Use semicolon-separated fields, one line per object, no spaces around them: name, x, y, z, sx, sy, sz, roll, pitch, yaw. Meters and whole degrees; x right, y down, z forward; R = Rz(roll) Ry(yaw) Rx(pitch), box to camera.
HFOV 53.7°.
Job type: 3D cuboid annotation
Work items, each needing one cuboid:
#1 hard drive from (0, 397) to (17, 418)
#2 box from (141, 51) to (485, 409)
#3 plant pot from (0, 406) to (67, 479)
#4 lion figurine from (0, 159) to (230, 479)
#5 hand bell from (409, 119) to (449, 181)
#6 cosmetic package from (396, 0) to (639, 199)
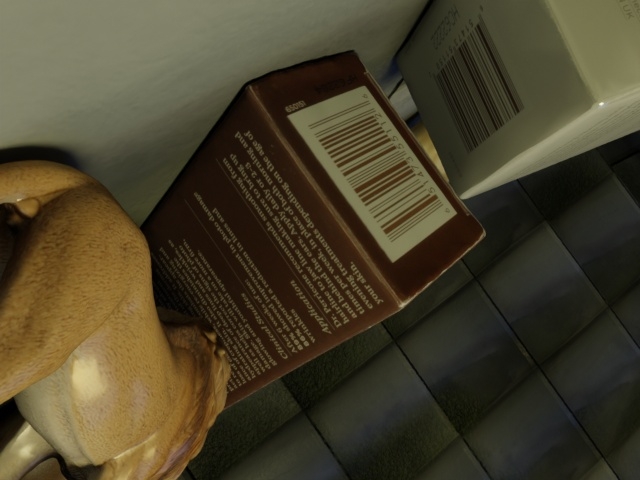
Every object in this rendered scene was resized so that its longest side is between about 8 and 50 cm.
hard drive;-0.343;0.148;0.568;0.339;0.064;0.237;-32;176;-29
box;-0.055;0.026;0.598;0.143;0.191;0.381;-32;176;-44
plant pot;-0.292;0.242;0.631;0.165;0.167;0.167;-43;178;-10
lion figurine;-0.147;0.071;0.388;0.240;0.142;0.392;-51;164;-34
hand bell;0.227;-0.217;0.987;0.242;0.126;0.126;-52;168;30
cosmetic package;0.322;-0.208;0.553;0.453;0.161;0.230;-21;173;-15
